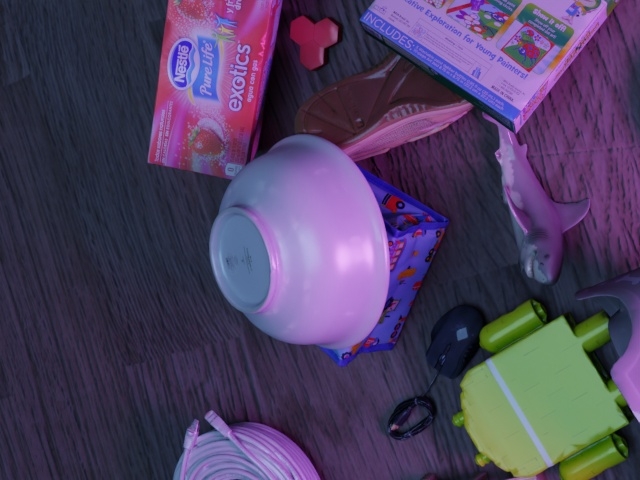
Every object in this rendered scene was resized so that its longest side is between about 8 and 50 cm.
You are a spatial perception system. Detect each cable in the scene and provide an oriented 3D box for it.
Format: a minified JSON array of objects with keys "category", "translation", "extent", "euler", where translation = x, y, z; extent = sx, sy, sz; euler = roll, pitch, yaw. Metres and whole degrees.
[{"category":"cable","translation":[-0.114,0.408,1.995],"extent":[0.257,0.089,0.257],"euler":[32,113,19]}]

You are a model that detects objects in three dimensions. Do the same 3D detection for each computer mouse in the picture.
[{"category":"computer mouse","translation":[0.158,0.192,1.838],"extent":[0.071,0.041,0.242],"euler":[35,114,18]}]

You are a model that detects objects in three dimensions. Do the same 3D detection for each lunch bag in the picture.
[{"category":"lunch bag","translation":[0.000,0.000,1.850],"extent":[0.293,0.138,0.221],"euler":[36,117,28]}]

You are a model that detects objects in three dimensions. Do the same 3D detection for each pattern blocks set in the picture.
[{"category":"pattern blocks set","translation":[0.032,-0.426,1.803],"extent":[0.285,0.026,0.325],"euler":[-19,89,29]}]

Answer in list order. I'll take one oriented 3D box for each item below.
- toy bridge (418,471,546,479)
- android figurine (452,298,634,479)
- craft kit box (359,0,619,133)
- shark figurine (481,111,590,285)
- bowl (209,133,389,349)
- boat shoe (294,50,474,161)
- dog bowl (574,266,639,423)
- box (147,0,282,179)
[{"category":"toy bridge","translation":[0.217,0.344,1.820],"extent":[0.188,0.063,0.026],"euler":[-10,94,29]},{"category":"android figurine","translation":[0.303,0.210,1.744],"extent":[0.273,0.056,0.248],"euler":[-36,80,22]},{"category":"craft kit box","translation":[0.221,-0.303,1.648],"extent":[0.250,0.061,0.246],"euler":[38,88,18]},{"category":"shark figurine","translation":[0.292,-0.066,1.707],"extent":[0.116,0.166,0.278],"euler":[-13,74,4]},{"category":"bowl","translation":[-0.053,0.013,1.712],"extent":[0.298,0.134,0.298],"euler":[19,115,48]},{"category":"boat shoe","translation":[0.133,-0.200,1.744],"extent":[0.341,0.110,0.121],"euler":[-20,73,18]},{"category":"dog bowl","translation":[0.440,0.177,1.525],"extent":[0.102,0.349,0.348],"euler":[-35,82,15]},{"category":"box","translation":[-0.142,-0.254,1.818],"extent":[0.142,0.154,0.300],"euler":[11,113,2]}]
